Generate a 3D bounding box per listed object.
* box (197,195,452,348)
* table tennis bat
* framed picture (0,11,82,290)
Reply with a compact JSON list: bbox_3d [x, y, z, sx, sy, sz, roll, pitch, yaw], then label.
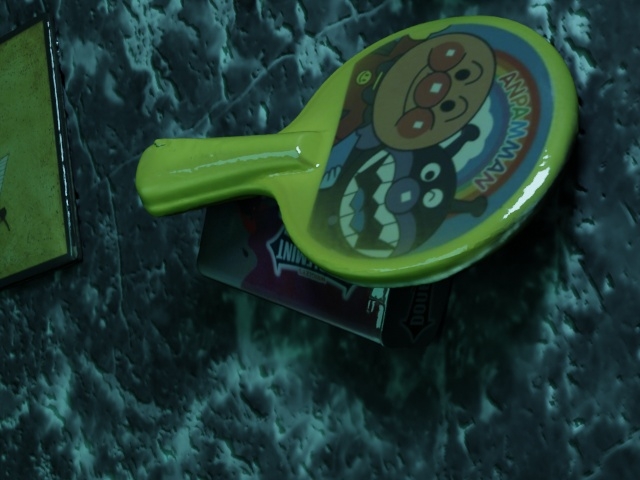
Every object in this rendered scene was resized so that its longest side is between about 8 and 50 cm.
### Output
[{"bbox_3d":[0.000,0.000,1.206,0.224,0.069,0.120,16,99,45],"label":"box"},{"bbox_3d":[0.015,-0.064,1.131,0.369,0.054,0.224,-4,58,32],"label":"table tennis bat"},{"bbox_3d":[-0.363,-0.066,1.613,0.339,0.014,0.255,-17,76,44],"label":"framed picture"}]
